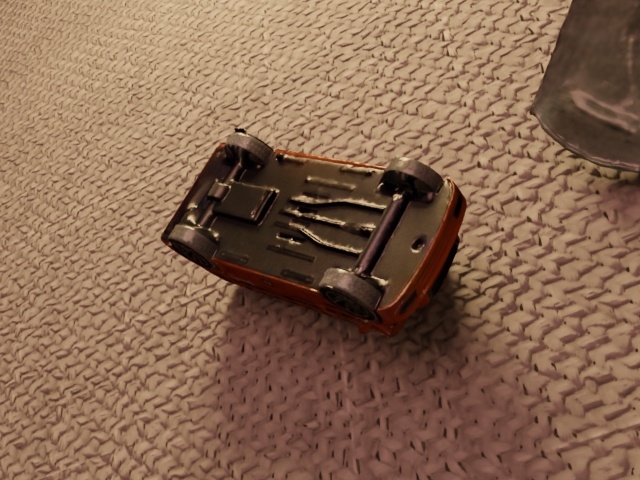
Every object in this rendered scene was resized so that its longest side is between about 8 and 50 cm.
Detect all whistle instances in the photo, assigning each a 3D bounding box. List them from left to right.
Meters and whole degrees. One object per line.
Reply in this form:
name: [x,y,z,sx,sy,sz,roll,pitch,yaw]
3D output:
whistle: [0.335,-0.259,0.765,0.168,0.188,0.404,30,81,22]

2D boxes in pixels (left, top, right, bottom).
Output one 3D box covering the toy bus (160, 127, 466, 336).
toy bus: [0.000,0.000,0.856,0.329,0.153,0.143,13,67,43]
